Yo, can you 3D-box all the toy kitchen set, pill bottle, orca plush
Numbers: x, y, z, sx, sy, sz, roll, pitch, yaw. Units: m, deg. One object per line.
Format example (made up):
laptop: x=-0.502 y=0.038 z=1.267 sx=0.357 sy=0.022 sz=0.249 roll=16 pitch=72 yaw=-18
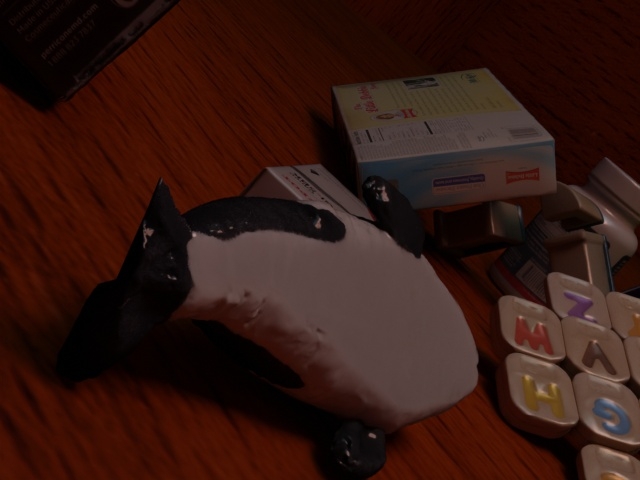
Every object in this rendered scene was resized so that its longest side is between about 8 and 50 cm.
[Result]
toy kitchen set: x=0.217 y=0.061 z=1.172 sx=0.122 sy=0.166 sz=0.207 roll=20 pitch=61 yaw=-54
pill bottle: x=0.282 y=0.002 z=1.273 sx=0.108 sy=0.180 sz=0.108 roll=38 pitch=13 yaw=-11
orca plush: x=-0.029 y=0.045 z=0.578 sx=0.287 sy=0.102 sz=0.151 roll=-2 pitch=88 yaw=-56

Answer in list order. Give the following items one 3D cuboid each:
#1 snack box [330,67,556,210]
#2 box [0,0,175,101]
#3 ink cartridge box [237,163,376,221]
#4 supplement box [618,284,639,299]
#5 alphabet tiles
snack box: x=0.116 y=-0.112 z=1.219 sx=0.187 sy=0.060 sz=0.322 roll=-7 pitch=21 yaw=-1
box: x=-0.153 y=-0.217 z=0.760 sx=0.167 sy=0.168 sz=0.203 roll=47 pitch=9 yaw=-12
ink cartridge box: x=0.000 y=0.000 z=0.782 sx=0.099 sy=0.056 sz=0.135 roll=43 pitch=13 yaw=7
supplement box: x=0.457 y=0.128 z=1.178 sx=0.356 sy=0.195 sz=0.194 roll=14 pitch=57 yaw=-61
alphabet tiles: x=0.270 y=0.129 z=0.915 sx=0.284 sy=0.021 sz=0.278 roll=18 pitch=35 yaw=-9
